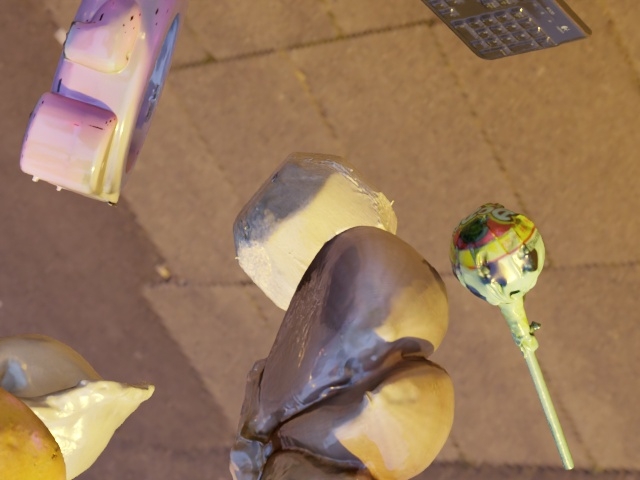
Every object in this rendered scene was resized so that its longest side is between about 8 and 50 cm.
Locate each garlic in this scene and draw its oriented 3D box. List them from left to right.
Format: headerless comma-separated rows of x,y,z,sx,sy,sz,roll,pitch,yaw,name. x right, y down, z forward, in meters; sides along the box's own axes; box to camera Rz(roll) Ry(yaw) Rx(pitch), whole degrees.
0.024,0.124,1.265,0.132,0.279,0.325,13,157,-21,garlic

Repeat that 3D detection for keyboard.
0.034,-0.225,0.927,0.103,0.041,0.381,-9,141,41,keyboard

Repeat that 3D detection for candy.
0.207,0.103,1.489,0.091,0.083,0.306,-2,120,42,candy

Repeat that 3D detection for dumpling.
-0.262,0.146,1.262,0.250,0.162,0.132,-8,91,7,dumpling

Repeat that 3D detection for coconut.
0.002,-0.001,1.534,0.162,0.161,0.161,39,142,-6,coconut

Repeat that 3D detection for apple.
-0.246,0.165,1.005,0.146,0.146,0.146,22,140,20,apple

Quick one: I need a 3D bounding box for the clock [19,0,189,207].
-0.190,-0.159,1.403,0.090,0.248,0.227,20,178,-3,clock
